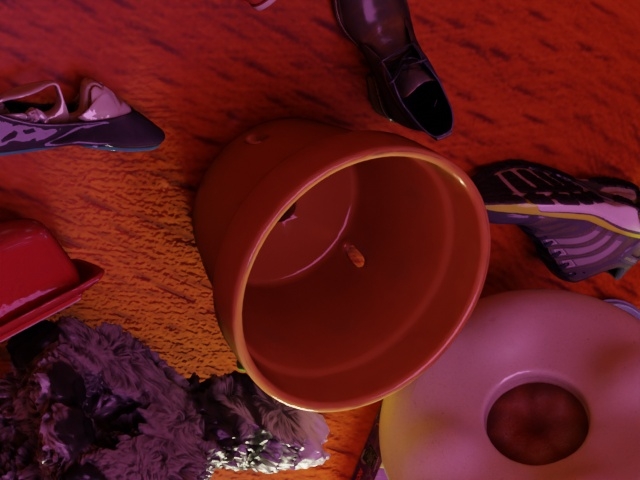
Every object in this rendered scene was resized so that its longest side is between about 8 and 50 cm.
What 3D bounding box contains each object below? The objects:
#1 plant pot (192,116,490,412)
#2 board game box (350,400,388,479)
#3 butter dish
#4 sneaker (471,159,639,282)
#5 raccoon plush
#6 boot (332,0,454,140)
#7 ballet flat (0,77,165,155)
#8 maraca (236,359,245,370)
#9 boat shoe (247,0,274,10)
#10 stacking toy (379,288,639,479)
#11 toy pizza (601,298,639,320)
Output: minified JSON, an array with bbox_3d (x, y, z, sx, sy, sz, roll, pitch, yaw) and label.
[{"bbox_3d":[0.000,0.000,1.614,0.291,0.203,0.291,-14,123,-24],"label":"plant pot"},{"bbox_3d":[0.202,0.282,1.997,0.347,0.056,0.208,10,106,-35],"label":"board game box"},{"bbox_3d":[-0.307,0.022,1.493,0.160,0.160,0.118,-29,105,-16],"label":"butter dish"},{"bbox_3d":[0.285,-0.011,1.849,0.300,0.111,0.121,9,114,-33],"label":"sneaker"},{"bbox_3d":[-0.228,0.267,1.589,0.446,0.216,0.299,24,127,-37],"label":"raccoon plush"},{"bbox_3d":[0.082,-0.201,1.615,0.082,0.106,0.219,-33,128,-12],"label":"boot"},{"bbox_3d":[-0.239,-0.118,1.490,0.203,0.074,0.074,-4,117,-27],"label":"ballet flat"},{"bbox_3d":[-0.007,0.134,1.732,0.186,0.127,0.099,-1,89,-44],"label":"maraca"},{"bbox_3d":[-0.030,-0.286,1.539,0.137,0.049,0.043,-45,128,4],"label":"boat shoe"},{"bbox_3d":[0.267,0.313,1.884,0.351,0.350,0.480,-32,146,-13],"label":"stacking toy"},{"bbox_3d":[0.359,0.174,2.009,0.201,0.032,0.201,-3,96,-35],"label":"toy pizza"}]
